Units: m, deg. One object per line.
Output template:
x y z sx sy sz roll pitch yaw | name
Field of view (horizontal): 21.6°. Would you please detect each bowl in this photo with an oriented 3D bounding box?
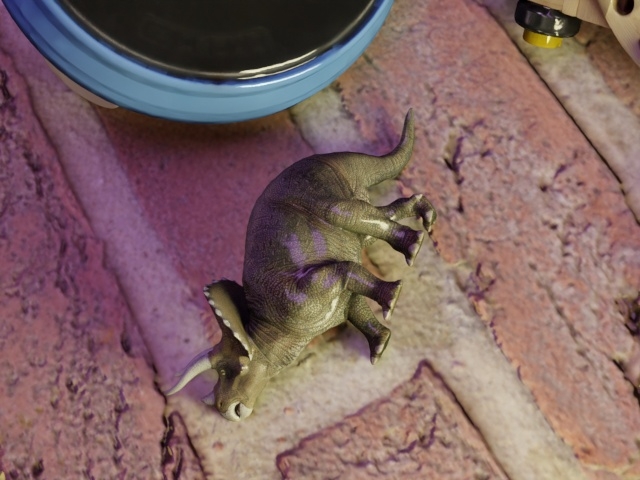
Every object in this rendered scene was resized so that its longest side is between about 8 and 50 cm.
-0.101 -0.297 1.450 0.391 0.077 0.391 3 80 -17 | bowl

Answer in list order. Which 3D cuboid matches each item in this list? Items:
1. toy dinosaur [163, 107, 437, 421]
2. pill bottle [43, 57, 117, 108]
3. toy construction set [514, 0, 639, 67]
0.000 0.000 1.358 0.160 0.121 0.313 19 71 7 | toy dinosaur
-0.164 -0.216 1.516 0.112 0.112 0.186 26 71 24 | pill bottle
0.273 -0.279 1.411 0.237 0.257 0.309 19 46 35 | toy construction set
